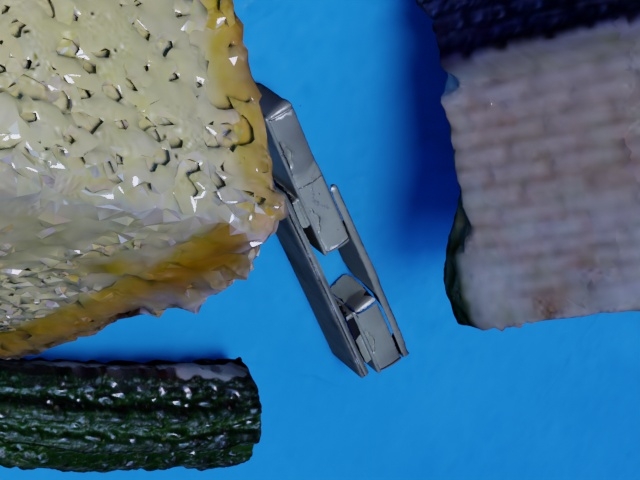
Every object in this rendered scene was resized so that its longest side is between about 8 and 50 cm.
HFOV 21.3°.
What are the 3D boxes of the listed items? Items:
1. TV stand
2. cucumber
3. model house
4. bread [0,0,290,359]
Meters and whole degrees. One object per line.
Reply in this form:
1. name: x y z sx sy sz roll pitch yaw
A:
1. TV stand: 0.000 0.000 1.102 0.042 0.036 0.249 -37 135 -13
2. cucumber: -0.138 0.106 1.034 0.265 0.077 0.077 3 114 -38
3. model house: 0.208 -0.117 1.086 0.298 0.243 0.284 -28 109 -58
4. bread: -0.191 -0.086 0.818 0.248 0.315 0.279 4 81 -44
